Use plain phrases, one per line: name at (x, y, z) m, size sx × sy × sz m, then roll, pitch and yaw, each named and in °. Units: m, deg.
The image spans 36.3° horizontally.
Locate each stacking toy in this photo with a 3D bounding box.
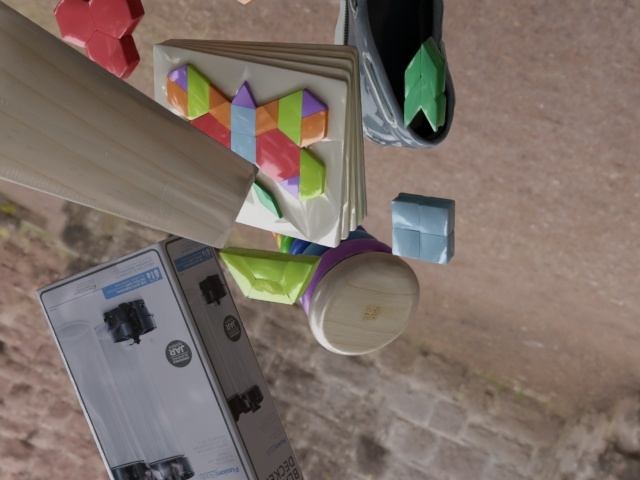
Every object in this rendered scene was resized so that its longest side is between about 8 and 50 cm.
stacking toy at (0.000, 0.000, 1.268) m, size 0.141 × 0.141 × 0.330 m, roll 33°, pitch -166°, yaw -36°

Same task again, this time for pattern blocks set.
pattern blocks set at (-0.053, -0.081, 0.749) m, size 0.325 × 0.026 × 0.285 m, roll 0°, pitch 112°, yaw 30°

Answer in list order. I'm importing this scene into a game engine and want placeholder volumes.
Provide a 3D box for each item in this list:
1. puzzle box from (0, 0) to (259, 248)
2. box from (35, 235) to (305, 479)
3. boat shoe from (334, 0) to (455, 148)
puzzle box at (-0.248, -0.113, 0.440) m, size 0.409 × 0.052 × 0.272 m, roll 25°, pitch 180°, yaw 15°
box at (-0.149, 0.150, 0.984) m, size 0.169 × 0.290 × 0.087 m, roll -19°, pitch -176°, yaw 25°
boat shoe at (0.065, -0.222, 0.767) m, size 0.116 × 0.319 × 0.099 m, roll -15°, pitch -151°, yaw -24°
